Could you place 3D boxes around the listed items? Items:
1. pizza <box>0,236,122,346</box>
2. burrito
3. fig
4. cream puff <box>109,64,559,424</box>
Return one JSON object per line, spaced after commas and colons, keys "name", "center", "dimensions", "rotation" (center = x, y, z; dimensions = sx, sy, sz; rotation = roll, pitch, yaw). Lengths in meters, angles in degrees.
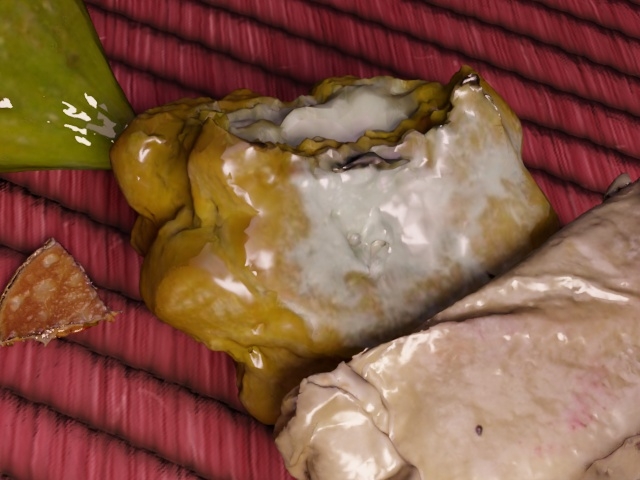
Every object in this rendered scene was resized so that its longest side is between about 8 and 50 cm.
{"name": "pizza", "center": [-0.231, 0.057, 0.883], "dimensions": [0.099, 0.029, 0.100], "rotation": [-37, 64, -22]}
{"name": "burrito", "center": [0.132, 0.104, 0.705], "dimensions": [0.347, 0.107, 0.175], "rotation": [-31, 81, -22]}
{"name": "fig", "center": [-0.299, -0.150, 0.905], "dimensions": [0.233, 0.233, 0.314], "rotation": [-25, 66, -26]}
{"name": "cream puff", "center": [0.008, 0.004, 0.853], "dimensions": [0.323, 0.270, 0.274], "rotation": [-10, 95, -17]}
